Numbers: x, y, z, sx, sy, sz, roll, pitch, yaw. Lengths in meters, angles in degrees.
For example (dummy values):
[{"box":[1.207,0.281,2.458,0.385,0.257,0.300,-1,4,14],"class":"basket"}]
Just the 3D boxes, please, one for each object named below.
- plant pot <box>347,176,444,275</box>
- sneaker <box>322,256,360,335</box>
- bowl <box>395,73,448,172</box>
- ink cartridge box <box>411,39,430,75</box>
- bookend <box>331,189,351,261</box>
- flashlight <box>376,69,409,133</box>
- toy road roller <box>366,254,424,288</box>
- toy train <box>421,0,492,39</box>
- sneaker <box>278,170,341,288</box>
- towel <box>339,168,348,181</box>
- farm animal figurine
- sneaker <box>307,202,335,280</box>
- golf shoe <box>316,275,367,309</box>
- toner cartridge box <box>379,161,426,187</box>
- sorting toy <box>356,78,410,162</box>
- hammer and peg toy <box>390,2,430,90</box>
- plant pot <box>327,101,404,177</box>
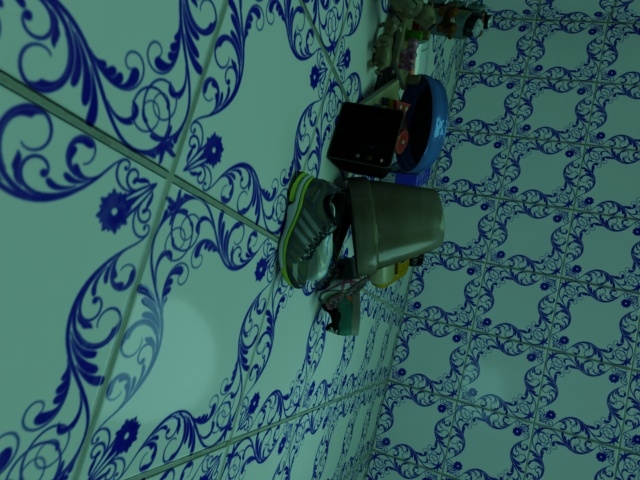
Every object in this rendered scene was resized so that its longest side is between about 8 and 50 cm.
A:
[{"box":[0.239,-0.060,1.535,0.323,0.281,0.322,-7,90,-88],"class":"plant pot"},{"box":[0.068,0.181,1.625,0.108,0.121,0.301,102,-10,-51],"class":"sneaker"},{"box":[0.405,-0.469,1.927,0.391,0.077,0.390,-178,-90,-78],"class":"bowl"},{"box":[0.451,-0.813,2.191,0.232,0.066,0.188,-59,154,-53],"class":"ink cartridge box"},{"box":[0.028,-0.047,1.410,0.156,0.073,0.157,73,33,-55],"class":"bookend"},{"box":[0.275,-0.504,1.818,0.103,0.103,0.304,-34,153,3],"class":"flashlight"},{"box":[0.279,0.023,2.010,0.330,0.241,0.202,-30,133,-32],"class":"toy road roller"},{"box":[0.534,-0.918,1.975,0.190,0.334,0.142,-45,147,-34],"class":"toy train"},{"box":[-0.026,-0.019,1.199,0.111,0.122,0.299,-16,116,-69],"class":"sneaker"},{"box":[0.081,-0.236,1.547,0.083,0.010,0.060,57,48,-64],"class":"towel"},{"box":[0.274,-0.718,1.508,0.326,0.331,0.172,59,40,-21],"class":"farm animal figurine"},{"box":[0.000,0.000,1.339,0.086,0.085,0.237,-20,126,-58],"class":"sneaker"},{"box":[0.073,0.149,1.545,0.186,0.086,0.067,-25,147,-31],"class":"golf shoe"},{"box":[0.390,-0.298,2.153,0.348,0.165,0.075,-37,136,-63],"class":"toner cartridge box"},{"box":[0.222,-0.383,1.641,0.255,0.090,0.257,-43,143,-34],"class":"sorting toy"},{"box":[0.334,-0.775,1.764,0.266,0.128,0.360,21,81,-71],"class":"hammer and peg toy"},{"box":[0.143,-0.287,1.449,0.167,0.188,0.187,62,43,-72],"class":"plant pot"}]
